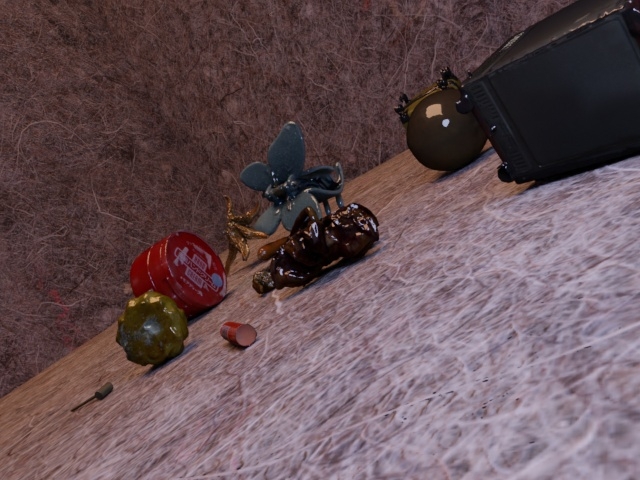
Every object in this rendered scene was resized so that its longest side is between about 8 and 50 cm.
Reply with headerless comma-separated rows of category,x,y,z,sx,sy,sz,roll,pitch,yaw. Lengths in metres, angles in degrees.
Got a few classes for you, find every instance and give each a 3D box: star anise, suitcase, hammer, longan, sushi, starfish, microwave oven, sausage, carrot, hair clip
star anise,0.000,0.000,0.952,0.220,0.125,0.190,-28,10,1
suitcase,0.352,-0.349,1.551,0.194,0.235,0.143,-26,27,38
hammer,-0.461,0.317,1.063,0.110,0.019,0.035,-31,6,20
longan,0.299,-0.261,1.269,0.197,0.196,0.220,-25,15,41
sushi,-0.106,0.077,1.151,0.120,0.052,0.055,-34,-8,-45
starfish,-0.275,-0.011,1.817,0.084,0.301,0.293,8,-3,-33
microwave oven,0.335,-0.193,0.663,0.178,0.188,0.247,-41,15,-30
sausage,-0.132,0.144,0.833,0.034,0.034,0.129,-33,7,-22
carrot,-0.140,0.015,1.794,0.048,0.048,0.216,-25,4,38
hair clip,-0.087,-0.162,1.881,0.318,0.392,0.238,-25,-17,33

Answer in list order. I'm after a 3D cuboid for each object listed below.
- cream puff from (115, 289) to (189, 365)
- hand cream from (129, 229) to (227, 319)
cream puff,-0.318,0.175,1.043,0.146,0.146,0.116,-30,-10,2
hand cream,-0.371,0.098,1.403,0.149,0.230,0.230,-26,8,25
